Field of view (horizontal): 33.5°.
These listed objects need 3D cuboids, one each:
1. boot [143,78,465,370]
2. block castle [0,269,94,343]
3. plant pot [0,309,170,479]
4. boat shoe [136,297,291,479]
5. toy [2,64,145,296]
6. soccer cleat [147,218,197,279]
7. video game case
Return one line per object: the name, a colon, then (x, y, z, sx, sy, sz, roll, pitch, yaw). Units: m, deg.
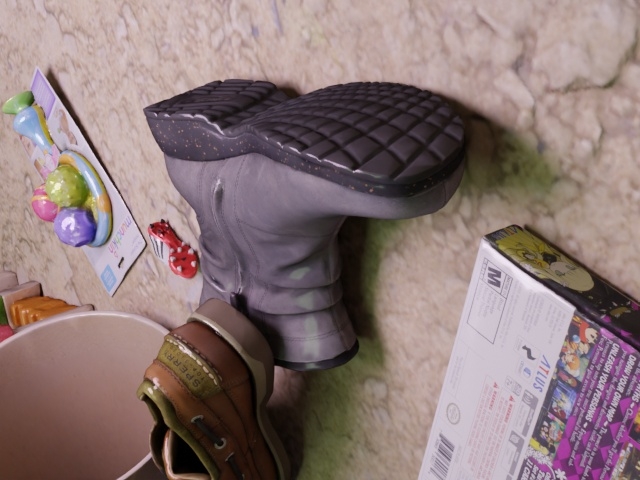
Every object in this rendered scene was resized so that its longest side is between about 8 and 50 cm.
boot: (0.000, 0.000, 0.800, 0.338, 0.118, 0.222, 19, 128, 55)
block castle: (-0.453, 0.204, 1.376, 0.453, 0.213, 0.303, 14, 117, 49)
plant pot: (-0.230, 0.260, 1.113, 0.256, 0.256, 0.274, 32, 146, 40)
boat shoe: (-0.102, 0.173, 0.934, 0.111, 0.104, 0.307, 31, 149, 28)
toy: (-0.287, -0.058, 1.167, 0.237, 0.056, 0.137, 60, 144, 13)
soccer cleat: (-0.145, 0.014, 1.043, 0.083, 0.029, 0.035, 47, 147, 33)
video game case: (0.165, 0.137, 0.685, 0.210, 0.042, 0.232, 38, 134, 36)
